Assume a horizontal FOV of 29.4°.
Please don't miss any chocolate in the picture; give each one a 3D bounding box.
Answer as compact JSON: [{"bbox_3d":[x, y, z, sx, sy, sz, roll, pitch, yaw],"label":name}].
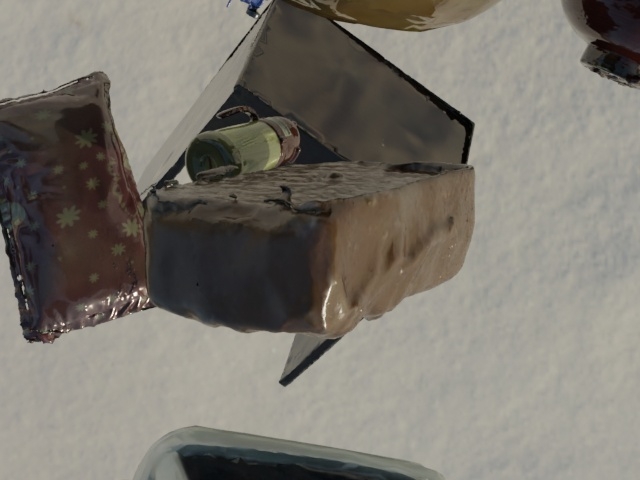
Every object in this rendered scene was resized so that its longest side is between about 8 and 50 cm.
[{"bbox_3d":[0.000,0.000,0.773,0.148,0.214,0.093,7,101,33],"label":"chocolate"}]

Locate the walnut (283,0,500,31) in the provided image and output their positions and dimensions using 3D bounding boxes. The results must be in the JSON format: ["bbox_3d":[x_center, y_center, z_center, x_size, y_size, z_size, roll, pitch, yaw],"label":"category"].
[{"bbox_3d":[0.068,-0.298,0.706,0.381,0.381,0.381,7,137,6],"label":"walnut"}]

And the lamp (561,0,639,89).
[{"bbox_3d":[0.331,-0.269,1.160,0.180,0.180,0.258,24,97,-13],"label":"lamp"}]

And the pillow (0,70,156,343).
[{"bbox_3d":[-0.174,-0.028,0.849,0.118,0.185,0.043,-15,169,-29],"label":"pillow"}]

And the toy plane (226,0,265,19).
[{"bbox_3d":[-0.105,-0.347,1.721,0.062,0.167,0.054,29,105,-5],"label":"toy plane"}]

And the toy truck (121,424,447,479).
[{"bbox_3d":[-0.054,0.258,0.522,0.173,0.207,0.388,14,117,-21],"label":"toy truck"}]

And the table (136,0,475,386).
[{"bbox_3d":[-0.035,-0.047,1.224,0.250,0.196,0.282,33,128,-14],"label":"table"}]

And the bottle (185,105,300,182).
[{"bbox_3d":[-0.052,-0.065,0.896,0.047,0.101,0.063,21,118,28],"label":"bottle"}]
